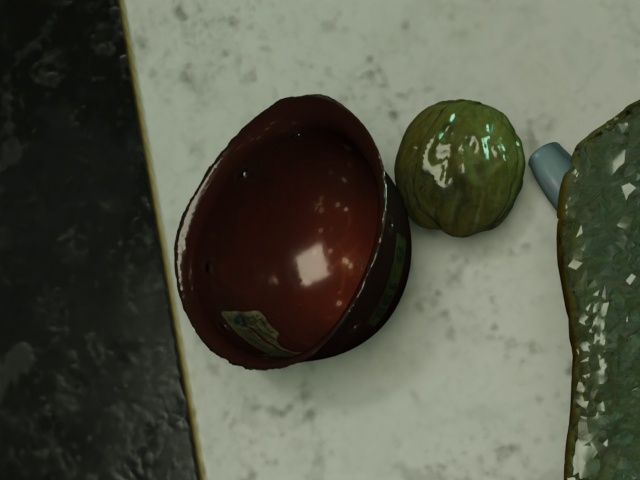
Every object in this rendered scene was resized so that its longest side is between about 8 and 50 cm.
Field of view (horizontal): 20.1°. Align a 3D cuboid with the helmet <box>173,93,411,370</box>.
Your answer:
[{"bbox_3d":[0.000,0.000,1.150,0.155,0.106,0.175,9,88,36],"label":"helmet"}]

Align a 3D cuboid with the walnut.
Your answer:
[{"bbox_3d":[0.089,-0.047,1.159,0.092,0.092,0.092,-3,77,12],"label":"walnut"}]

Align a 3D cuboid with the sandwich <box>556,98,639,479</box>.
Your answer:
[{"bbox_3d":[0.258,0.047,0.998,0.271,0.099,0.301,-12,68,30],"label":"sandwich"}]

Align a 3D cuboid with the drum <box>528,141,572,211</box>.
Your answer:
[{"bbox_3d":[0.229,0.035,1.123,0.130,0.049,0.253,-21,71,10],"label":"drum"}]
